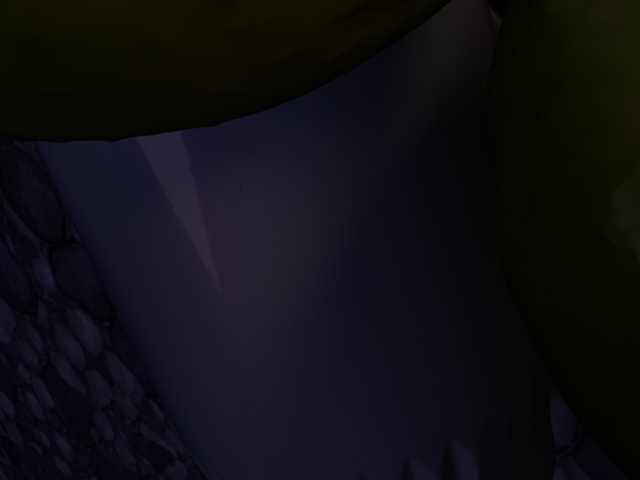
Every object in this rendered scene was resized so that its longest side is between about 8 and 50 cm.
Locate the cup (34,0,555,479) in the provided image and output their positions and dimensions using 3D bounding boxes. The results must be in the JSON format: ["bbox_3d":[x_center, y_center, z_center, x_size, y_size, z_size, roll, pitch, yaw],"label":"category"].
[{"bbox_3d":[0.000,0.000,0.759,0.253,0.253,0.372,16,134,47],"label":"cup"}]

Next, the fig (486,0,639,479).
[{"bbox_3d":[0.197,-0.018,0.448,0.316,0.316,0.316,34,142,32],"label":"fig"}]

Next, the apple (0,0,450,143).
[{"bbox_3d":[-0.110,-0.255,0.402,0.473,0.473,0.474,34,142,32],"label":"apple"}]
